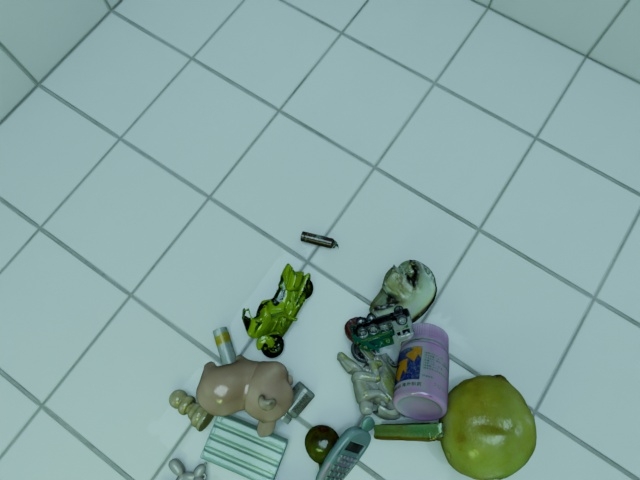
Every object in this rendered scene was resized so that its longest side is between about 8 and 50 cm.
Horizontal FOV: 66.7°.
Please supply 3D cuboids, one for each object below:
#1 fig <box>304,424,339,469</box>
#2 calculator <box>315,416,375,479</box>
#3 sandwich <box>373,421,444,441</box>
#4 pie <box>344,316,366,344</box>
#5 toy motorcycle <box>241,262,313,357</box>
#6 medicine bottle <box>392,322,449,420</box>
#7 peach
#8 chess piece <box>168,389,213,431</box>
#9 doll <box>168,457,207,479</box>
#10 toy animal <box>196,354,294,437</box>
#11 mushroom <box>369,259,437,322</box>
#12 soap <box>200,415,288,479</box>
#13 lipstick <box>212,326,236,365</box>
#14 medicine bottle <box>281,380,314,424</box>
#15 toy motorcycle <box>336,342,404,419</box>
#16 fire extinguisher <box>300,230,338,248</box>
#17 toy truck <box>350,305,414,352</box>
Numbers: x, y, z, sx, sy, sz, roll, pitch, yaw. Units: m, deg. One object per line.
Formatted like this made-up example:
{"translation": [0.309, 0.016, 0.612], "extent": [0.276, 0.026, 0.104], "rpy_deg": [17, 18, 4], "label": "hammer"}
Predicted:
{"translation": [0.006, 0.758, 1.680], "extent": [0.124, 0.124, 0.236], "rpy_deg": [1, 95, 2], "label": "fig"}
{"translation": [0.086, 0.721, 1.644], "extent": [0.041, 0.185, 0.299], "rpy_deg": [30, 82, 39], "label": "calculator"}
{"translation": [0.284, 0.643, 1.627], "extent": [0.212, 0.245, 0.063], "rpy_deg": [-2, 68, 0], "label": "sandwich"}
{"translation": [0.161, 0.341, 1.800], "extent": [0.154, 0.036, 0.154], "rpy_deg": [11, 33, -7], "label": "pie"}
{"translation": [-0.168, 0.252, 1.820], "extent": [0.206, 0.142, 0.342], "rpy_deg": [37, 73, -27], "label": "toy motorcycle"}
{"translation": [0.351, 0.446, 1.670], "extent": [0.178, 0.178, 0.291], "rpy_deg": [12, 45, 5], "label": "medicine bottle"}
{"translation": [0.545, 0.617, 1.608], "extent": [0.314, 0.281, 0.316], "rpy_deg": [-15, 58, 19], "label": "peach"}
{"translation": [-0.467, 0.596, 1.743], "extent": [0.170, 0.094, 0.094], "rpy_deg": [32, 76, 15], "label": "chess piece"}
{"translation": [-0.466, 0.831, 1.682], "extent": [0.160, 0.059, 0.161], "rpy_deg": [22, 74, 8], "label": "doll"}
{"translation": [-0.249, 0.508, 1.649], "extent": [0.326, 0.237, 0.269], "rpy_deg": [-12, 47, -25], "label": "toy animal"}
{"translation": [0.310, 0.197, 1.803], "extent": [0.189, 0.164, 0.267], "rpy_deg": [27, 95, 3], "label": "mushroom"}
{"translation": [-0.262, 0.725, 1.695], "extent": [0.265, 0.087, 0.160], "rpy_deg": [19, 73, 7], "label": "soap"}
{"translation": [-0.335, 0.452, 1.800], "extent": [0.059, 0.059, 0.264], "rpy_deg": [-20, 74, -5], "label": "lipstick"}
{"translation": [-0.093, 0.582, 1.742], "extent": [0.079, 0.079, 0.140], "rpy_deg": [40, 77, 12], "label": "medicine bottle"}
{"translation": [0.197, 0.512, 1.724], "extent": [0.223, 0.108, 0.341], "rpy_deg": [-30, 68, -32], "label": "toy motorcycle"}
{"translation": [0.000, 0.000, 1.945], "extent": [0.158, 0.043, 0.064], "rpy_deg": [14, 31, 5], "label": "fire extinguisher"}
{"translation": [0.218, 0.317, 1.694], "extent": [0.216, 0.110, 0.116], "rpy_deg": [-18, 103, 5], "label": "toy truck"}
